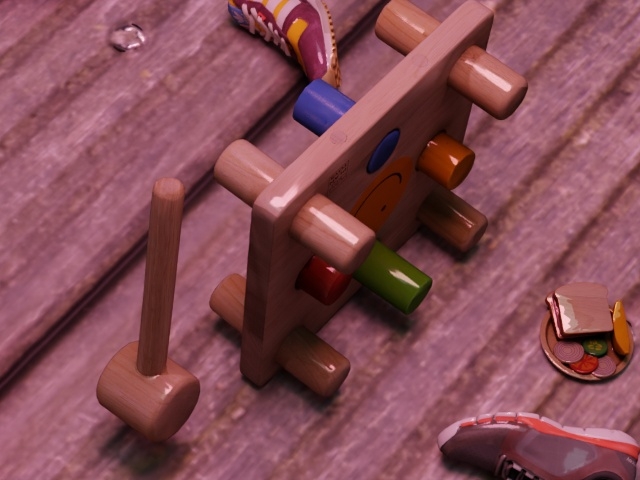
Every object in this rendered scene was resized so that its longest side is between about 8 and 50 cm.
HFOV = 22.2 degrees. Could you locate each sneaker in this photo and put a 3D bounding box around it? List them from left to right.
[{"bbox_3d":[-0.037,-0.196,1.456,0.083,0.070,0.186,-14,53,-4],"label":"sneaker"},{"bbox_3d":[0.166,0.172,1.238,0.157,0.061,0.065,6,63,-1],"label":"sneaker"}]

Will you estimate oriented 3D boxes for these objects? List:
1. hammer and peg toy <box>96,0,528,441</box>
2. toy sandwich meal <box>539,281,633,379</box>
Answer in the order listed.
[{"bbox_3d":[0.000,0.000,1.209,0.127,0.266,0.361,37,61,17],"label":"hammer and peg toy"},{"bbox_3d":[0.217,0.073,1.322,0.085,0.029,0.086,2,57,-4],"label":"toy sandwich meal"}]
